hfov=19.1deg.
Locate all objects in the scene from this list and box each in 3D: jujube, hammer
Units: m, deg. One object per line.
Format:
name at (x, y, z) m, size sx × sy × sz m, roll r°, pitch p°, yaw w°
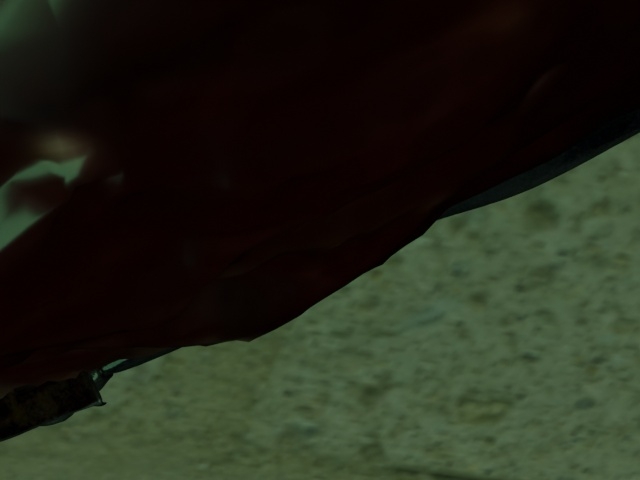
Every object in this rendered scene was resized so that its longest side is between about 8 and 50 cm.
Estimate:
jujube at (-0.061, -0.081, 0.465) m, size 0.376 × 0.258 × 0.258 m, roll -30°, pitch 140°, yaw -24°
hammer at (0.000, 0.000, 0.707) m, size 0.290 × 0.037 × 0.137 m, roll -27°, pitch 179°, yaw 2°
